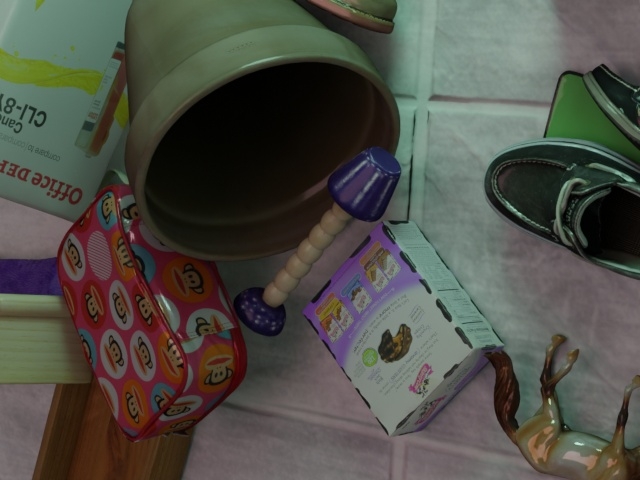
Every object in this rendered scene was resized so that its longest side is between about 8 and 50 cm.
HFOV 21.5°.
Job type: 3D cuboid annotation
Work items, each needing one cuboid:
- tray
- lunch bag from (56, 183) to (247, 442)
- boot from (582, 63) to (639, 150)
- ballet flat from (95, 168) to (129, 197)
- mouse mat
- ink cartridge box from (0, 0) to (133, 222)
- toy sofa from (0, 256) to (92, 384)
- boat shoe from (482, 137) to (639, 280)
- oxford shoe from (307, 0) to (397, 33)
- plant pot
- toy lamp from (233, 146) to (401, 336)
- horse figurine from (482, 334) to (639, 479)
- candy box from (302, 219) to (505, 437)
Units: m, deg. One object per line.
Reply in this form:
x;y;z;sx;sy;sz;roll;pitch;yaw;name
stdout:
-0.288;0.314;2.279;0.203;0.076;0.411;26;107;35;tray
-0.224;0.097;2.085;0.258;0.120;0.293;-46;62;47;lunch bag
0.394;-0.152;1.721;0.178;0.085;0.236;-47;46;9;boot
-0.307;-0.058;2.276;0.280;0.095;0.096;22;96;25;ballet flat
0.321;-0.090;1.827;0.190;0.007;0.152;23;106;36;mouse mat
-0.359;-0.240;2.127;0.160;0.279;0.384;24;91;32;ink cartridge box
-0.457;0.101;2.299;0.362;0.150;0.177;0;87;53;toy sofa
0.299;-0.034;1.766;0.335;0.119;0.121;18;103;36;boat shoe
-0.015;-0.380;2.010;0.348;0.123;0.130;46;112;26;oxford shoe
-0.105;-0.183;1.995;0.323;0.323;0.280;-50;48;28;plant pot
0.000;0.000;1.981;0.080;0.080;0.274;54;125;23;toy lamp
0.285;0.211;1.831;0.263;0.066;0.174;25;101;32;horse figurine
0.095;0.103;1.971;0.165;0.070;0.196;-49;63;28;candy box
